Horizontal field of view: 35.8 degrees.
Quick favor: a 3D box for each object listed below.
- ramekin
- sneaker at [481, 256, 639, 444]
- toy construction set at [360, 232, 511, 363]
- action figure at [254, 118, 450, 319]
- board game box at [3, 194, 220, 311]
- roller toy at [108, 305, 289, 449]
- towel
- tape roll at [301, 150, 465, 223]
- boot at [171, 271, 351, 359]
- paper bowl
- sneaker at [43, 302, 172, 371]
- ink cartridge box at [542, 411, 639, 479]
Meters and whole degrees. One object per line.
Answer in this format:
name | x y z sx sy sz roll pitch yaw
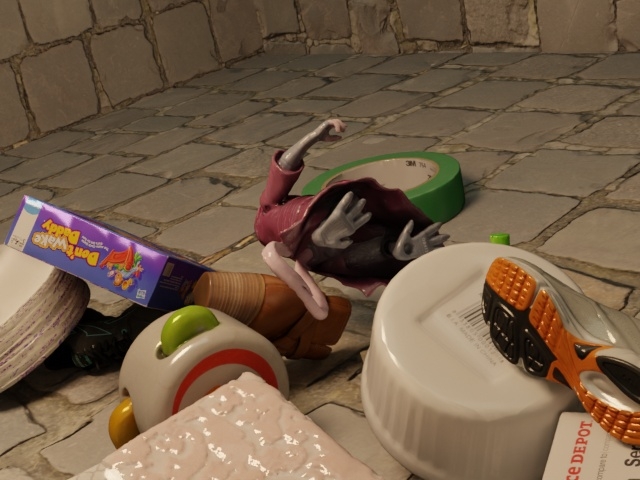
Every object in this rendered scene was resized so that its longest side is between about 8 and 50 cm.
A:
ramekin | 0.183 0.132 1.122 0.277 0.135 0.277 -2 48 2
sneaker | 0.277 0.102 1.008 0.121 0.099 0.262 -8 38 -37
toy construction set | 0.186 0.078 1.391 0.214 0.151 0.327 1 25 27
action figure | 0.000 0.000 1.381 0.276 0.248 0.370 -45 25 -20
board game box | -0.297 0.033 1.533 0.233 0.078 0.347 23 -3 12
roller toy | -0.151 0.188 1.250 0.191 0.209 0.146 21 0 -34
towel | -0.089 0.291 1.008 0.316 0.053 0.331 -26 43 -33
tape roll | 0.124 -0.090 1.971 0.321 0.077 0.321 -10 21 4
boot | -0.102 0.139 1.433 0.220 0.283 0.109 10 47 -24
paper bowl | -0.524 0.116 1.588 0.284 0.148 0.284 -30 24 15
sneaker | -0.326 0.166 1.571 0.267 0.101 0.106 -7 34 32
ink cartridge box | 0.341 0.256 0.894 0.272 0.115 0.198 -3 22 24
